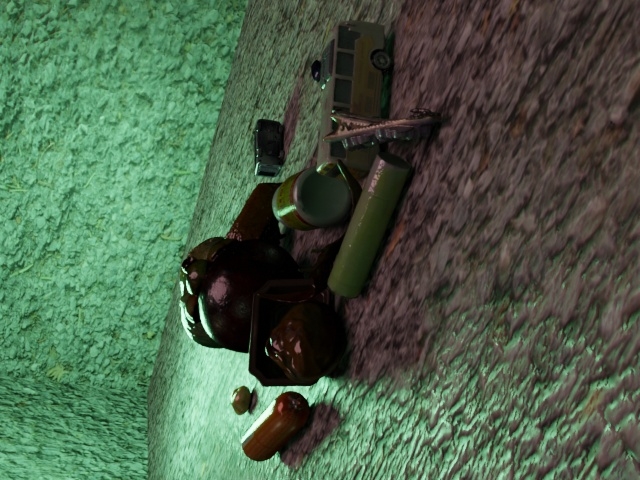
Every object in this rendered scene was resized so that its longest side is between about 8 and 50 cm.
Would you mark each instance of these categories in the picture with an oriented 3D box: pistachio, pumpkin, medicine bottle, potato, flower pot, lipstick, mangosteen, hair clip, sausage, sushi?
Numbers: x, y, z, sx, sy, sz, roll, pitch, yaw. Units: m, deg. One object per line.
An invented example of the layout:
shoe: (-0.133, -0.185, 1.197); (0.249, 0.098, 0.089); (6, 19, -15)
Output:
pistachio: (-0.030, 0.200, 1.663); (0.210, 0.165, 0.130); (-84, -4, -49)
pumpkin: (-0.277, 0.138, 2.295); (0.291, 0.258, 0.327); (101, 160, -64)
medicine bottle: (-0.025, -0.093, 1.848); (0.225, 0.139, 0.139); (171, 108, -72)
potato: (-0.228, 0.460, 2.307); (0.068, 0.062, 0.083); (-87, -10, -75)
flower pot: (-0.061, 0.214, 1.780); (0.084, 0.179, 0.250); (72, -163, -60)
lipstick: (0.091, -0.024, 1.555); (0.076, 0.076, 0.304); (-109, 35, -58)
mangosteen: (-0.189, 0.128, 1.985); (0.300, 0.301, 0.300); (-169, 90, -73)
hair clip: (0.115, -0.210, 1.478); (0.292, 0.106, 0.084); (5, 101, 52)
sausage: (-0.099, 0.424, 1.858); (0.312, 0.093, 0.092); (124, 151, -51)
sushi: (-0.164, -0.038, 2.216); (0.149, 0.140, 0.287); (111, -174, -56)

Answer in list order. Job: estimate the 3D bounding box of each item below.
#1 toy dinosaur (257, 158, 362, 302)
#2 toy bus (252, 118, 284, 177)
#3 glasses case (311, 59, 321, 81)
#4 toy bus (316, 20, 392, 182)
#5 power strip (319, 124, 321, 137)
toy dinosaur: (-0.002, -0.002, 1.646); (0.206, 0.113, 0.327); (-43, -18, -37)
toy bus: (-0.167, -0.287, 2.494); (0.098, 0.087, 0.178); (115, 156, -55)
glasses case: (-0.013, -0.474, 2.226); (0.083, 0.023, 0.033); (-102, 26, -50)
toy bus: (0.068, -0.293, 1.680); (0.097, 0.138, 0.342); (139, 137, -67)
power strip: (0.034, -0.300, 1.922); (0.032, 0.056, 0.123); (160, 119, -69)
